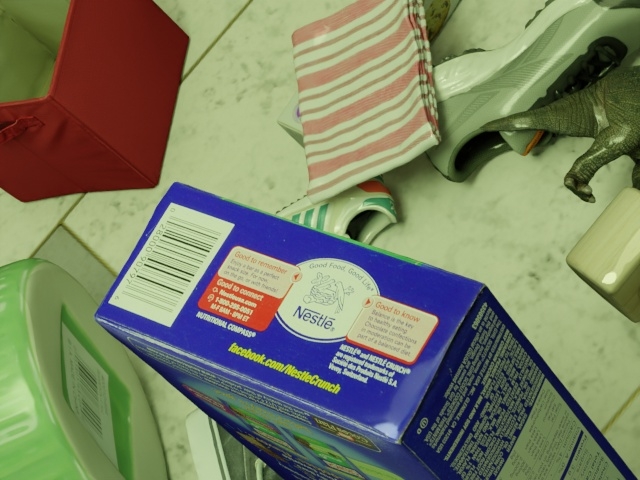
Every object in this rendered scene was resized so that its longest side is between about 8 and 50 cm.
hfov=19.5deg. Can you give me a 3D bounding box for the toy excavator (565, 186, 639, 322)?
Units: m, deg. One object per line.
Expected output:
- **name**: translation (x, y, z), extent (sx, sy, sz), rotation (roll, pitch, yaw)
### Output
- **toy excavator**: translation (0.374, 0.132, 1.313), extent (0.433, 0.445, 0.222), rotation (39, 90, 0)

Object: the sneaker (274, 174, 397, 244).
- **sneaker**: translation (0.000, 0.000, 1.714), extent (0.161, 0.057, 0.075), rotation (-36, 45, 6)

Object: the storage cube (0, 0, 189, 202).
- **storage cube**: translation (-0.273, -0.165, 1.895), extent (0.184, 0.193, 0.215), rotation (-6, 62, 30)

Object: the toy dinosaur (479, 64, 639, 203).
- **toy dinosaur**: translation (0.295, -0.091, 1.559), extent (0.314, 0.121, 0.160), rotation (0, 54, 34)

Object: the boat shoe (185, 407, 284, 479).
- **boat shoe**: translation (-0.026, 0.235, 1.571), extent (0.102, 0.108, 0.301), rotation (-35, 44, 13)

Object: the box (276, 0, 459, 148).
- **box**: translation (0.079, -0.222, 1.788), extent (0.063, 0.067, 0.324), rotation (27, 79, 40)

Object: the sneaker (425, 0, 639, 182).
- **sneaker**: translation (0.205, -0.141, 1.652), extent (0.271, 0.100, 0.108), rotation (-30, 61, 23)

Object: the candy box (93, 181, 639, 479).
- **candy box**: translation (0.044, 0.115, 1.255), extent (0.268, 0.317, 0.122), rotation (19, 70, 38)

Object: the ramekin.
- **ramekin**: translation (-0.256, 0.163, 1.634), extent (0.148, 0.303, 0.303), rotation (-24, 53, 10)

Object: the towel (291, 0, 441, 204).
- **towel**: translation (0.036, -0.140, 1.692), extent (0.144, 0.029, 0.197), rotation (-27, 52, 30)
